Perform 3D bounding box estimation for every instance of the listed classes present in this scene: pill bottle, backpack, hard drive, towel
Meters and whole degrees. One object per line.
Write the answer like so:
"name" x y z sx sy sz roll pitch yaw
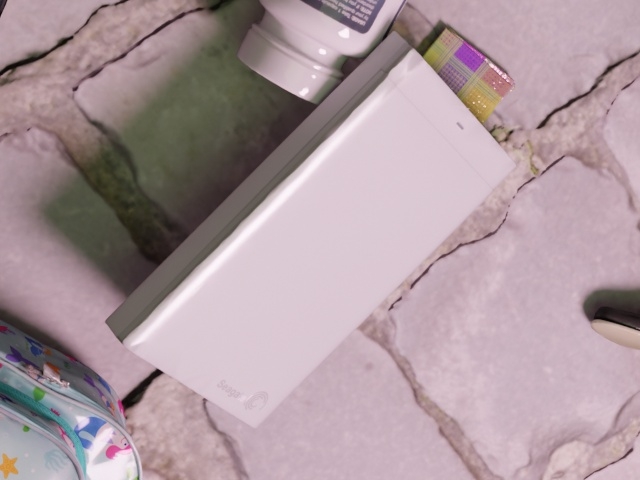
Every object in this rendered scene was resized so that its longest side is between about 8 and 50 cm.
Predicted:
"pill bottle" 0.014 -0.198 1.312 0.108 0.108 0.180 26 100 -23
"backpack" -0.265 0.178 1.336 0.253 0.191 0.225 28 99 -28
"hard drive" 0.000 0.000 1.374 0.307 0.040 0.203 -45 142 3
"towel" 0.113 -0.128 1.420 0.083 0.009 0.060 36 97 -24

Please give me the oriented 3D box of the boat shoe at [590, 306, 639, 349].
"boat shoe" 0.298 0.078 1.533 0.133 0.049 0.042 15 77 -14

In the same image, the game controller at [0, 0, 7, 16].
"game controller" -0.272 -0.272 1.238 0.166 0.067 0.319 23 102 -8
